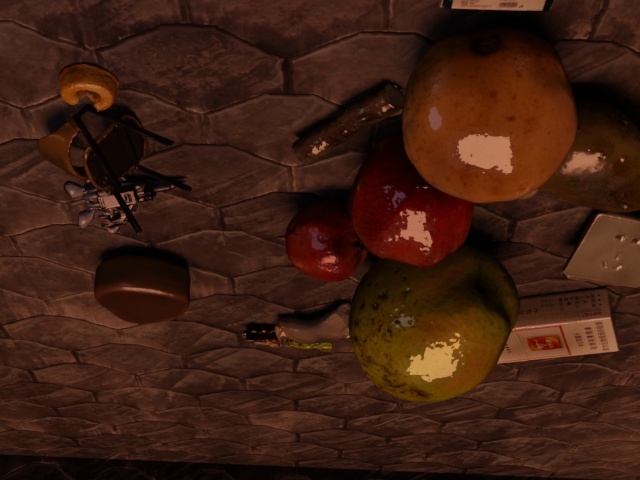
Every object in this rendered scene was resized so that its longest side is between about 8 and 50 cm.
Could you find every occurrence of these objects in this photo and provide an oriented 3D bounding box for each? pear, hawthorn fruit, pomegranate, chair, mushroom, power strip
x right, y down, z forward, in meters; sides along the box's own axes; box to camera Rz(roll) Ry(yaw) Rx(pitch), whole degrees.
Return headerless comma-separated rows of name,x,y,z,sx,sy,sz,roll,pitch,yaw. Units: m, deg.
pear,0.263,0.170,2.095,0.391,0.391,0.391,2,149,1
hawthorn fruit,0.191,-0.101,1.770,0.254,0.254,0.300,14,120,-19
pomegranate,0.277,-0.210,1.533,0.307,0.307,0.307,2,149,1
chair,-0.401,-0.156,1.784,0.247,0.172,0.158,40,161,24
hawthorn fruit,0.000,0.000,1.997,0.200,0.179,0.179,1,151,22
mushroom,0.005,0.228,2.459,0.278,0.099,0.096,-12,141,29
power strip,0.660,0.008,2.062,0.198,0.064,0.213,9,135,-8

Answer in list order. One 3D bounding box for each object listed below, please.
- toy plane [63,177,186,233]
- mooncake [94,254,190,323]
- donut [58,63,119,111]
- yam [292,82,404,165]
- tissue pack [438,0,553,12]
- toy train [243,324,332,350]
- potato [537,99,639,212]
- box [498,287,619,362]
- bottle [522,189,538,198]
toy plane,-0.402,-0.095,1.952,0.246,0.078,0.169,-6,121,9
mooncake,-0.423,0.114,2.270,0.235,0.117,0.235,0,150,0
donut,-0.421,-0.275,1.687,0.108,0.043,0.097,7,150,-16
yam,0.049,-0.215,1.734,0.061,0.061,0.253,27,140,-35
tissue pack,0.264,-0.397,1.380,0.170,0.090,0.103,1,150,-1
toy train,-0.089,0.271,2.576,0.250,0.053,0.085,4,155,-2
potato,0.509,-0.151,1.699,0.307,0.173,0.210,18,144,-28
box,0.589,0.225,2.409,0.330,0.095,0.210,-8,148,20
bottle,0.368,-0.160,1.792,0.072,0.072,0.201,-11,147,22
